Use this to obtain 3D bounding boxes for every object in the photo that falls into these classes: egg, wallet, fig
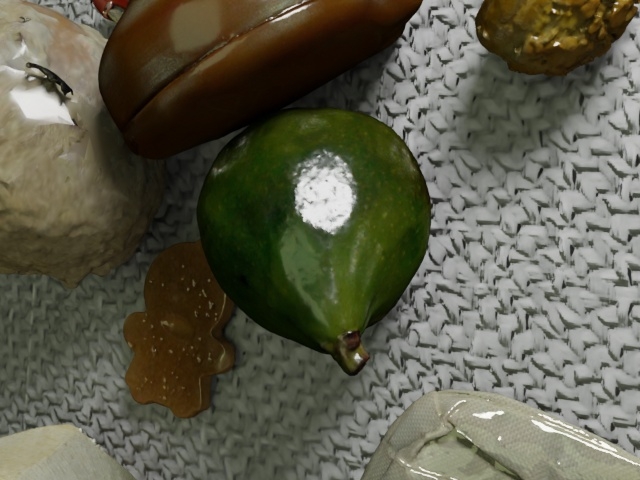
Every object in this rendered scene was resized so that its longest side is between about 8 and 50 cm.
[{"bbox_3d":[-0.296,-0.100,0.860,0.279,0.279,0.310,-45,82,19],"label":"egg"},{"bbox_3d":[0.142,0.280,0.723,0.275,0.068,0.335,29,103,23],"label":"wallet"},{"bbox_3d":[0.000,0.000,0.717,0.195,0.195,0.245,-44,27,20],"label":"fig"}]

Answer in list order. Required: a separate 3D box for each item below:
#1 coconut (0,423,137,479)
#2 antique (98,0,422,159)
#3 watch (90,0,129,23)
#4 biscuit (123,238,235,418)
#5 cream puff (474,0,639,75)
[{"bbox_3d":[-0.276,0.304,0.852,0.247,0.245,0.245,-18,80,25],"label":"coconut"},{"bbox_3d":[-0.056,-0.175,0.744,0.278,0.223,0.129,-28,89,-4],"label":"antique"},{"bbox_3d":[-0.175,-0.291,0.900,0.268,0.102,0.165,22,100,34],"label":"watch"},{"bbox_3d":[-0.143,0.087,0.899,0.133,0.027,0.184,0,87,28],"label":"biscuit"},{"bbox_3d":[0.190,-0.189,0.680,0.103,0.126,0.144,37,114,7],"label":"cream puff"}]
